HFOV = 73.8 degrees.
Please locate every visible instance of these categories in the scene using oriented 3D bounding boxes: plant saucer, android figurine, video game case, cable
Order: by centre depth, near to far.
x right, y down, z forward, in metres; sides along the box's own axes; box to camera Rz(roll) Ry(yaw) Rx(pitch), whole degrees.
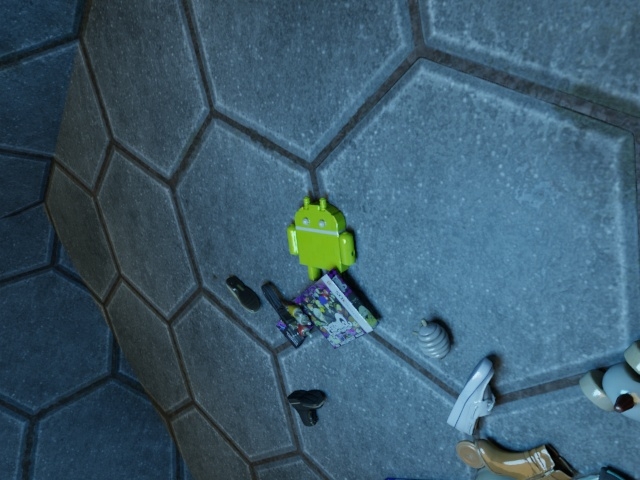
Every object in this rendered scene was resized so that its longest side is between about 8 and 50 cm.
[{"bbox_3d":[0.420,0.600,1.193,0.083,0.013,0.084,17,118,36],"label":"plant saucer"},{"bbox_3d":[0.000,0.000,1.281,0.248,0.056,0.273,11,117,38],"label":"android figurine"},{"bbox_3d":[0.042,0.215,1.304,0.210,0.041,0.232,50,141,3],"label":"video game case"},{"bbox_3d":[-0.111,0.240,1.451,0.287,0.072,0.140,38,151,55],"label":"cable"}]

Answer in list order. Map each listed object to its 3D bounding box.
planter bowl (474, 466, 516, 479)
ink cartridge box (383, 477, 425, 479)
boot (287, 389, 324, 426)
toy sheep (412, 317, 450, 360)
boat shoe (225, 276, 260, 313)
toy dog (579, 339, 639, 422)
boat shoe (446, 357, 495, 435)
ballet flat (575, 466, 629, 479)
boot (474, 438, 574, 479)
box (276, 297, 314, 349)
[{"bbox_3d":[0.471,0.703,1.125,0.162,0.109,0.162,18,119,35],"label":"planter bowl"},{"bbox_3d":[0.320,0.898,1.310,0.395,0.151,0.270,-28,87,43],"label":"ink cartridge box"},{"bbox_3d":[-0.027,0.623,1.561,0.197,0.076,0.137,-19,99,57],"label":"boot"},{"bbox_3d":[0.291,0.258,1.114,0.091,0.091,0.132,-17,114,44],"label":"toy sheep"},{"bbox_3d":[-0.293,0.218,1.627,0.190,0.068,0.072,44,144,31],"label":"boat shoe"},{"bbox_3d":[0.656,0.339,0.776,0.333,0.161,0.220,21,121,33],"label":"toy dog"},{"bbox_3d":[0.401,0.401,1.083,0.084,0.095,0.258,28,135,25],"label":"boat shoe"},{"bbox_3d":[0.607,0.623,0.995,0.096,0.095,0.281,44,121,32],"label":"ballet flat"},{"bbox_3d":[0.503,0.544,1.062,0.197,0.073,0.152,38,128,13],"label":"boot"},{"bbox_3d":[-0.087,0.293,1.496,0.116,0.029,0.162,46,130,18],"label":"box"}]
